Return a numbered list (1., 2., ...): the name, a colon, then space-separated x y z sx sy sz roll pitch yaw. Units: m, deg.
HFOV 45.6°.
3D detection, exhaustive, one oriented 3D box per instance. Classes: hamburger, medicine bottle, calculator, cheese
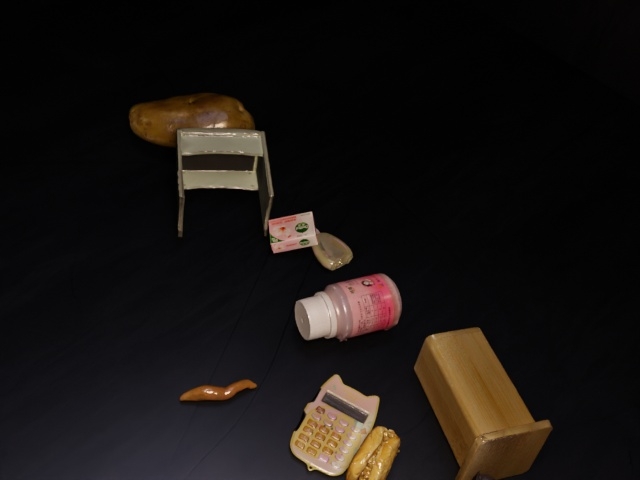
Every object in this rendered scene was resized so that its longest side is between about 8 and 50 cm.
1. hamburger: 0.111 0.472 1.619 0.083 0.138 0.147 26 51 18
2. medicine bottle: 0.068 0.169 1.876 0.247 0.147 0.147 -11 52 -22
3. calculator: 0.030 0.423 1.719 0.157 0.033 0.236 28 51 12
4. cheese: 0.000 0.000 2.083 0.097 0.037 0.192 -26 58 -31

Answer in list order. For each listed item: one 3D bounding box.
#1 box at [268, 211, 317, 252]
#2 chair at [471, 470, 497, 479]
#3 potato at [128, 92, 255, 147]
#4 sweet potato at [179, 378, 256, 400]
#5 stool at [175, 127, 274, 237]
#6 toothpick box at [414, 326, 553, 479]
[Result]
1. box: -0.075 -0.022 2.058 0.125 0.043 0.089 -12 50 2
2. chair: 0.290 0.550 1.610 0.229 0.106 0.113 21 49 5
3. potato: -0.376 -0.351 2.239 0.369 0.176 0.195 0 76 -8
4. sweet potato: -0.229 0.344 1.728 0.179 0.044 0.044 -7 51 -16
5. stool: -0.268 -0.160 2.078 0.244 0.170 0.269 0 49 -12
6. toothpick box: 0.352 0.368 1.745 0.188 0.190 0.308 -8 46 -18
